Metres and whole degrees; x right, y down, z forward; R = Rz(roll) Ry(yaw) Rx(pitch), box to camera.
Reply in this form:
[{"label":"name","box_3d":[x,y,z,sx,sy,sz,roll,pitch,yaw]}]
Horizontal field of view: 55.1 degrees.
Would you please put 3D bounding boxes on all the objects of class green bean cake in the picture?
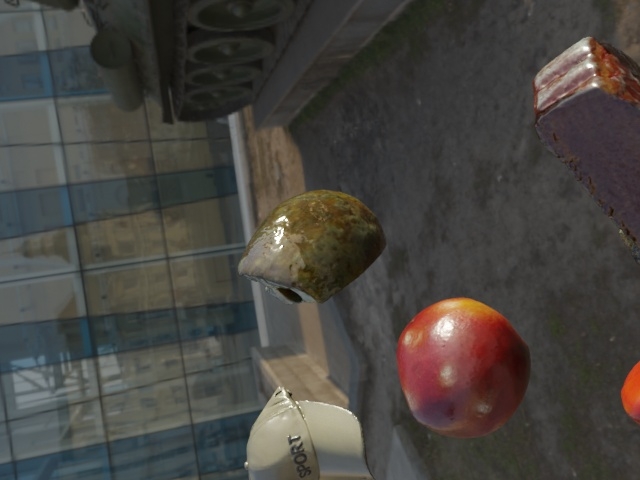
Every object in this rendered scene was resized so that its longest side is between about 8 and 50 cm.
[{"label":"green bean cake","box_3d":[0.327,-0.089,0.634,0.097,0.233,0.198,-38,24,40]}]

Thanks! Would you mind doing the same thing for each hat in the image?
[{"label":"hat","box_3d":[-0.018,0.265,0.759,0.175,0.085,0.147,-10,101,43]}]

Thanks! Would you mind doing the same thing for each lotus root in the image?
[{"label":"lotus root","box_3d":[0.004,0.000,1.177,0.210,0.314,0.142,46,143,-9]}]

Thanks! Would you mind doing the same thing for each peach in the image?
[{"label":"peach","box_3d":[0.240,0.220,1.069,0.199,0.244,0.243,67,-173,-63]}]

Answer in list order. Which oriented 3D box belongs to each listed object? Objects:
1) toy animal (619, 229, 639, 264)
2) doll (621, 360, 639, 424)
[{"label":"toy animal","box_3d":[0.526,-0.038,1.036,0.086,0.069,0.219,-74,-40,-72]},{"label":"doll","box_3d":[0.269,0.106,0.277,0.142,0.245,0.076,-61,-5,32]}]
